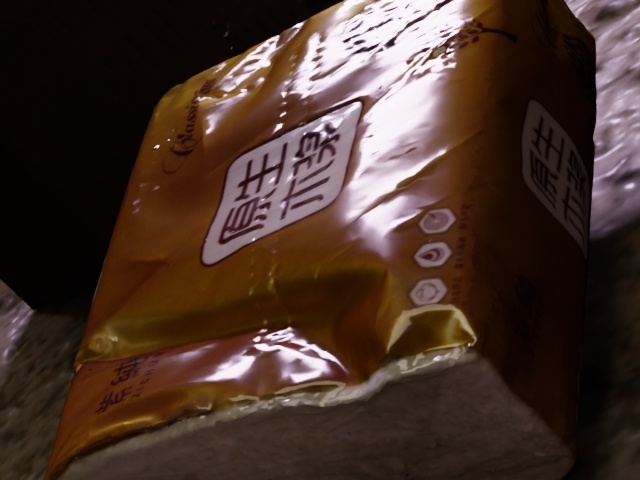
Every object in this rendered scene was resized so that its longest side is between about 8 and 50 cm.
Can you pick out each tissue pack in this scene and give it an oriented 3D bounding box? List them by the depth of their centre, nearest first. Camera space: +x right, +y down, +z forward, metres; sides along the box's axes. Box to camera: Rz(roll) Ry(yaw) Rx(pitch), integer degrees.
[{"bbox_3d":[0.008,0.009,0.710,0.183,0.092,0.226,-24,32,28],"label":"tissue pack"}]

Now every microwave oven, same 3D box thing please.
[{"bbox_3d":[-0.129,-0.098,0.978,0.178,0.188,0.247,-46,7,-20],"label":"microwave oven"}]
